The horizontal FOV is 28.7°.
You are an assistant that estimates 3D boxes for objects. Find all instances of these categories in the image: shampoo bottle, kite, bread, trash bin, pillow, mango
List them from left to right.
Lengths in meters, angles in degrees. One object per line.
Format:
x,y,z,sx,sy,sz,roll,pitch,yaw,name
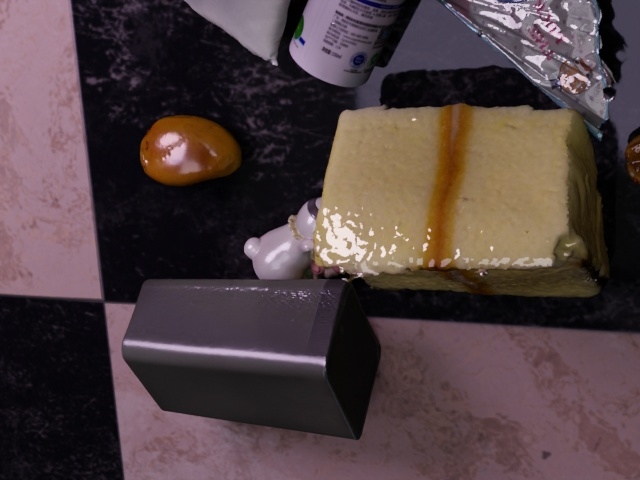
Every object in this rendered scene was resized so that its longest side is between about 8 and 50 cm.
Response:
-0.143,-0.098,1.381,0.114,0.060,0.080,11,95,16,mango
-0.075,0.122,1.372,0.240,0.122,0.164,3,146,18,trash bin
-0.050,-0.318,1.254,0.144,0.078,0.254,40,119,26,pillow
0.063,-0.297,1.210,0.092,0.092,0.303,28,122,6,shampoo bottle
0.145,0.015,1.235,0.263,0.198,0.236,2,142,20,bread
0.210,-0.289,1.160,0.368,0.014,0.406,0,104,39,kite

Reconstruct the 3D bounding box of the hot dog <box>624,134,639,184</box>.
0.374,-0.088,1.237,0.144,0.038,0.062,-7,103,17,hot dog

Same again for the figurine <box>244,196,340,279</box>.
-0.001,-0.005,1.373,0.146,0.081,0.098,-35,139,20,figurine
